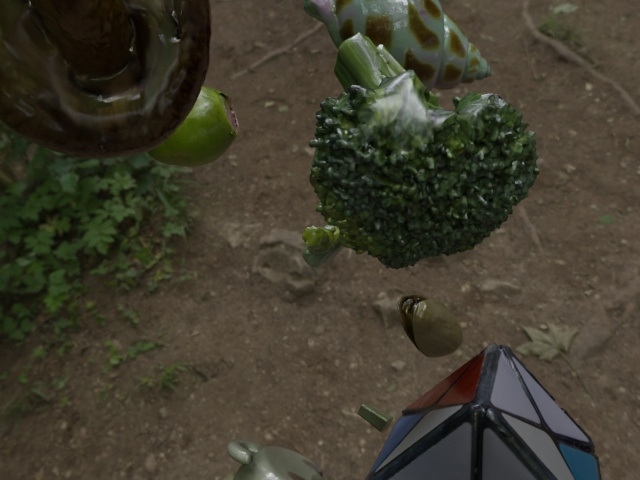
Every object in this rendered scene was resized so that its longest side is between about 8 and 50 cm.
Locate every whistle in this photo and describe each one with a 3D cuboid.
[{"bbox_3d":[0.000,0.000,0.901,0.104,0.057,0.198,-45,-13,4],"label":"whistle"}]

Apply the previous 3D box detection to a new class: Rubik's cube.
[{"bbox_3d":[0.315,0.430,0.949,0.307,0.310,0.305,-45,-10,23],"label":"Rubik's cube"}]

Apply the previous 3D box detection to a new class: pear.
[{"bbox_3d":[-0.310,-0.264,1.178,0.219,0.188,0.187,-14,28,7],"label":"pear"}]

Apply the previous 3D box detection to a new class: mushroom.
[{"bbox_3d":[-0.245,-0.242,0.530,0.263,0.283,0.195,-21,54,-17],"label":"mushroom"}]

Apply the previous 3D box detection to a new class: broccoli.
[{"bbox_3d":[0.093,-0.093,0.636,0.375,0.302,0.249,-6,-52,-58],"label":"broccoli"}]

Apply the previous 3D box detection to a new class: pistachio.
[{"bbox_3d":[0.266,0.210,1.245,0.129,0.206,0.131,2,60,51],"label":"pistachio"}]

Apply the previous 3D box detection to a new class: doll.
[{"bbox_3d":[-0.115,0.637,1.121,0.225,0.371,0.215,8,-3,3],"label":"doll"}]

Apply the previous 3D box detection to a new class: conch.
[{"bbox_3d":[0.155,-0.396,0.986,0.197,0.368,0.249,-30,44,40],"label":"conch"}]

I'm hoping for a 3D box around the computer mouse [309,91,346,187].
[{"bbox_3d":[0.116,-0.225,1.293,0.429,0.228,0.146,125,149,-51],"label":"computer mouse"}]

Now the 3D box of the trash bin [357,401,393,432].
[{"bbox_3d":[0.163,0.525,1.512,0.092,0.061,0.043,29,96,27],"label":"trash bin"}]
